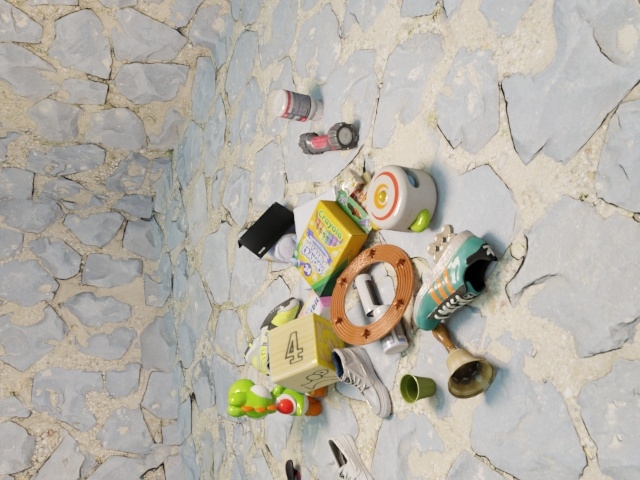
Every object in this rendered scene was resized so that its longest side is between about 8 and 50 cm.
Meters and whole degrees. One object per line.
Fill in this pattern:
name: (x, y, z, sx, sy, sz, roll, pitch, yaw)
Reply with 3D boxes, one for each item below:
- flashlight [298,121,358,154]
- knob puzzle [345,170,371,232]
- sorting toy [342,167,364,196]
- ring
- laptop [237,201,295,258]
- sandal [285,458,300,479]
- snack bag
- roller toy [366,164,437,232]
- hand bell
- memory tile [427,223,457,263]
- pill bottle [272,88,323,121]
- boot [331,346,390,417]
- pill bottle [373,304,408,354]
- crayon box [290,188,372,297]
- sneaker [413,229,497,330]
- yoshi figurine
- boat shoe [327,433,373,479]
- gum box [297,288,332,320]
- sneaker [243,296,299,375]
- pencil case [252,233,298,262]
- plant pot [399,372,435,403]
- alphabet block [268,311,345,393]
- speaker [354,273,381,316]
flashlight: (0.016, -0.375, 2.104, 0.304, 0.103, 0.103, 10, 95, 58)
knob puzzle: (0.140, -0.112, 1.932, 0.213, 0.030, 0.213, -14, 74, 57)
sorting toy: (0.103, -0.188, 1.915, 0.075, 0.045, 0.083, -51, 43, 24)
ring: (0.147, 0.160, 1.763, 0.336, 0.032, 0.337, -32, 42, 34)
laptop: (-0.219, -0.032, 2.367, 0.234, 0.136, 0.264, -47, -3, -12)
sandal: (-0.099, 0.918, 2.173, 0.067, 0.040, 0.179, 1, 101, 64)
snack bag: (0.000, 0.000, 2.111, 0.323, 0.037, 0.343, -23, 73, 57)
roller toy: (0.229, -0.122, 1.674, 0.209, 0.146, 0.191, 3, 87, 59)
hand bell: (0.345, 0.286, 1.498, 0.242, 0.126, 0.126, -114, 40, -59)
memory tile: (0.355, 0.036, 1.573, 0.113, 0.012, 0.148, -60, 39, 35)
pill bottle: (-0.085, -0.520, 2.217, 0.108, 0.180, 0.108, -13, 75, 58)
boot: (0.117, 0.448, 1.795, 0.095, 0.123, 0.258, -63, 37, 31)
pill bottle: (0.209, 0.267, 1.716, 0.078, 0.078, 0.137, -50, 45, 43)
crayon box: (0.033, 0.007, 1.946, 0.203, 0.083, 0.323, 49, 124, 36)
sneaker: (0.346, 0.129, 1.471, 0.121, 0.108, 0.302, 45, 122, 42)
yoshi figurine: (-0.176, 0.549, 2.034, 0.203, 0.362, 0.204, -44, 50, 48)
boat shoe: (0.093, 0.746, 1.828, 0.258, 0.084, 0.095, 56, 131, 46)
gum box: (-0.018, 0.276, 2.101, 0.107, 0.062, 0.188, 58, 133, 45)
sneaker: (-0.167, 0.386, 2.299, 0.147, 0.145, 0.385, 40, 122, 17)
pencil case: (-0.189, 0.027, 2.373, 0.273, 0.113, 0.124, -2, 65, 58)
plant pot: (0.275, 0.410, 1.584, 0.083, 0.079, 0.083, -14, 74, 56)
alphabet block: (-0.042, 0.385, 1.928, 0.197, 0.192, 0.193, -26, 53, 25)
speaker: (0.154, 0.177, 1.842, 0.055, 0.055, 0.136, -53, 43, 41)
